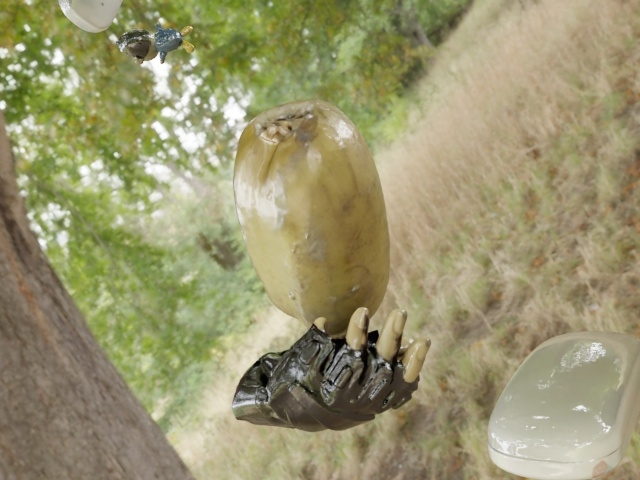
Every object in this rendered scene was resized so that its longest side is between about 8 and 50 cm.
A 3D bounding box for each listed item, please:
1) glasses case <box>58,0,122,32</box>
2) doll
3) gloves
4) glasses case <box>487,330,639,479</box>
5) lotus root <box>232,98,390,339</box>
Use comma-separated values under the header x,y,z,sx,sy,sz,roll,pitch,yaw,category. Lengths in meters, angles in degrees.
x,y,z,sx,sy,sz,roll,pitch,yaw,category
-0.295,-0.366,1.022,0.049,0.076,0.197,-14,54,38,glasses case
-0.387,-0.461,1.774,0.179,0.102,0.089,-4,-6,-17,doll
0.024,0.136,0.792,0.203,0.124,0.164,-15,-3,40,gloves
0.171,0.103,0.507,0.081,0.051,0.204,-2,10,31,glasses case
0.000,0.000,0.852,0.151,0.343,0.169,-37,45,-25,lotus root
